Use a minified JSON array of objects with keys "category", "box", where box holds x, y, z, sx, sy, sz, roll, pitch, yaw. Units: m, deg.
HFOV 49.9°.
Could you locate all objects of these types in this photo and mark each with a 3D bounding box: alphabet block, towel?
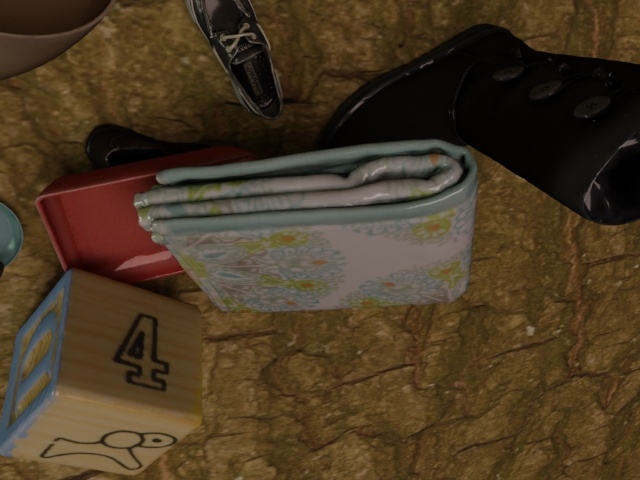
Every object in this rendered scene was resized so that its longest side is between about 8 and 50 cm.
[{"category":"alphabet block","box":[-0.292,0.183,0.929,0.197,0.193,0.192,24,131,-33]},{"category":"towel","box":[0.000,0.000,0.857,0.375,0.090,0.320,-3,156,8]}]

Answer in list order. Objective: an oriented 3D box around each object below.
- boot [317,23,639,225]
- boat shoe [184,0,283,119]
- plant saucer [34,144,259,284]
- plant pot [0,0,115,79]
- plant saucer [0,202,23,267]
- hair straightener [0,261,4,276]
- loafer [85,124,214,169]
[{"category":"boot","box":[0.221,-0.118,0.875,0.367,0.445,0.146,-39,126,-1]},{"category":"boat shoe","box":[-0.102,-0.255,0.880,0.078,0.070,0.219,-32,126,-6]},{"category":"plant saucer","box":[-0.216,-0.029,0.904,0.259,0.047,0.259,-13,152,-15]},{"category":"plant pot","box":[-0.365,-0.263,0.663,0.284,0.283,0.191,24,142,-33]},{"category":"plant saucer","box":[-0.448,-0.008,0.886,0.120,0.021,0.119,-11,121,-20]},{"category":"hair straightener","box":[-0.507,0.081,0.876,0.231,0.047,0.089,-26,130,1]},{"category":"loafer","box":[-0.200,-0.090,0.921,0.220,0.078,0.080,10,112,-29]}]
